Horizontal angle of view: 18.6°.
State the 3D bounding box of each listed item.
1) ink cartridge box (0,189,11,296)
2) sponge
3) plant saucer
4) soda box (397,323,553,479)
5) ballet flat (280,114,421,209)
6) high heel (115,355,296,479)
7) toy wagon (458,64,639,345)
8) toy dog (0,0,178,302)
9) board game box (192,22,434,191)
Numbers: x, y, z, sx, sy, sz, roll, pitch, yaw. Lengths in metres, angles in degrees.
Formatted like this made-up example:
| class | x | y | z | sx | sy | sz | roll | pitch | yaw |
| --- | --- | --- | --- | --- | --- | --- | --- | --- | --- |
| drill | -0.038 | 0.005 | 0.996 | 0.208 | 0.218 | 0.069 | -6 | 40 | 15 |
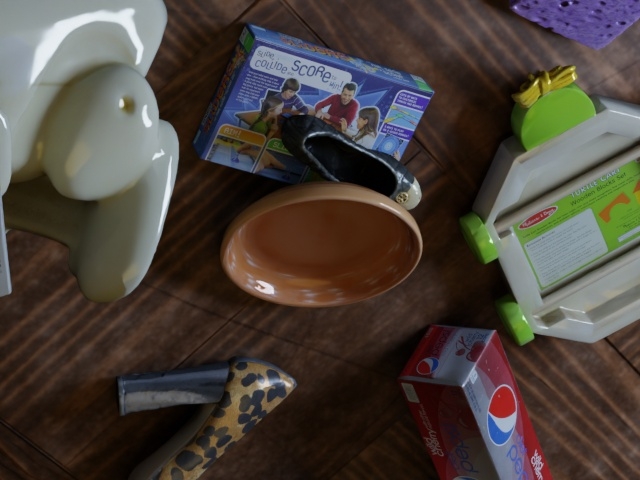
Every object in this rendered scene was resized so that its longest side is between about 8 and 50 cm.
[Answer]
| class | x | y | z | sx | sy | sz | roll | pitch | yaw |
| --- | --- | --- | --- | --- | --- | --- | --- | --- | --- |
| ink cartridge box | -0.281 | -0.054 | 1.409 | 0.072 | 0.127 | 0.175 | -13 | 118 | -22 |
| sponge | 0.287 | -0.264 | 1.858 | 0.117 | 0.031 | 0.210 | 20 | 142 | -27 |
| plant saucer | 0.000 | 0.000 | 1.926 | 0.200 | 0.037 | 0.200 | -2 | 146 | -2 |
| soda box | 0.174 | 0.215 | 2.112 | 0.092 | 0.083 | 0.263 | -55 | 136 | -38 |
| ballet flat | 0.030 | -0.067 | 1.887 | 0.173 | 0.049 | 0.057 | 27 | 108 | -32 |
| high heel | -0.112 | 0.248 | 2.038 | 0.186 | 0.093 | 0.261 | -6 | 113 | -9 |
| toy wagon | 0.274 | -0.049 | 2.021 | 0.267 | 0.068 | 0.344 | -28 | 124 | -2 |
| toy dog | -0.313 | -0.164 | 1.572 | 0.408 | 0.284 | 0.395 | 24 | 94 | -47 |
| board game box | -0.007 | -0.119 | 1.895 | 0.201 | 0.035 | 0.136 | 15 | 114 | -27 |
